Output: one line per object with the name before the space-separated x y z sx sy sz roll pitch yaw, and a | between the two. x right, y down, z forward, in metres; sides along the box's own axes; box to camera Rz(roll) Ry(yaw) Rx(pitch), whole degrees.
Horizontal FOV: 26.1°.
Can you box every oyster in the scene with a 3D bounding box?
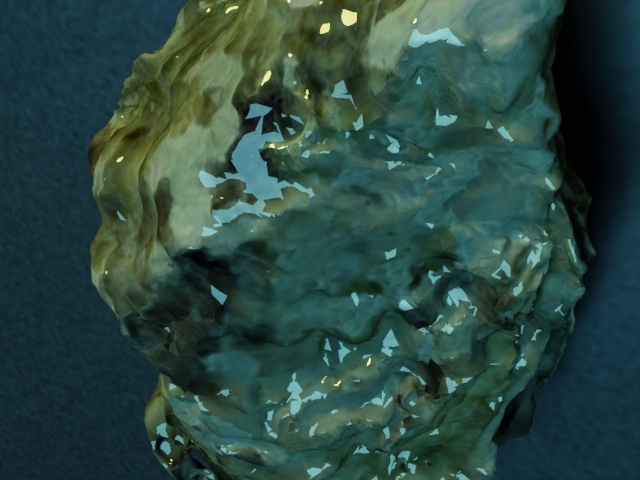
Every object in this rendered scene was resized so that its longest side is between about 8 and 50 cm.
oyster | 0.000 0.000 0.493 0.198 0.112 0.267 14 129 23
